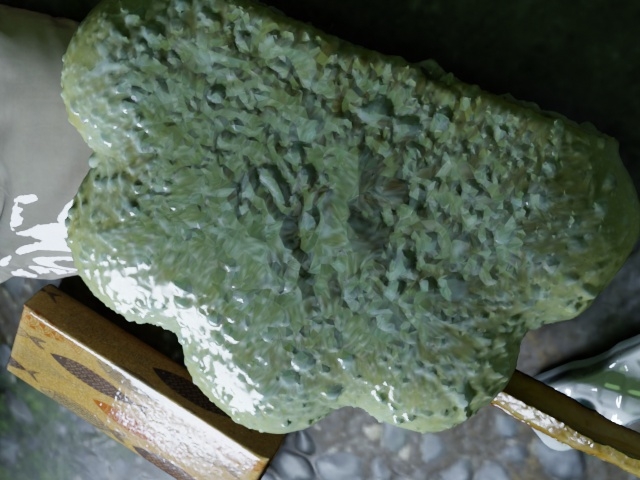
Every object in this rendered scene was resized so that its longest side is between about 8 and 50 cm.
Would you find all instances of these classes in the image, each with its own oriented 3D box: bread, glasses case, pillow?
[{"bbox_3d":[0.000,0.000,0.602,0.287,0.056,0.207,18,103,2],"label":"bread"},{"bbox_3d":[-0.104,0.093,0.751,0.170,0.041,0.064,31,130,6],"label":"glasses case"},{"bbox_3d":[-0.090,-0.028,0.680,0.270,0.067,0.173,13,110,15],"label":"pillow"}]

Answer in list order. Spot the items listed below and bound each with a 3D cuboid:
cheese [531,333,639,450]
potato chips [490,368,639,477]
[{"bbox_3d":[0.200,0.054,0.614,0.235,0.049,0.127,-31,106,37],"label":"cheese"},{"bbox_3d":[0.139,0.102,0.639,0.204,0.026,0.037,23,139,14],"label":"potato chips"}]
